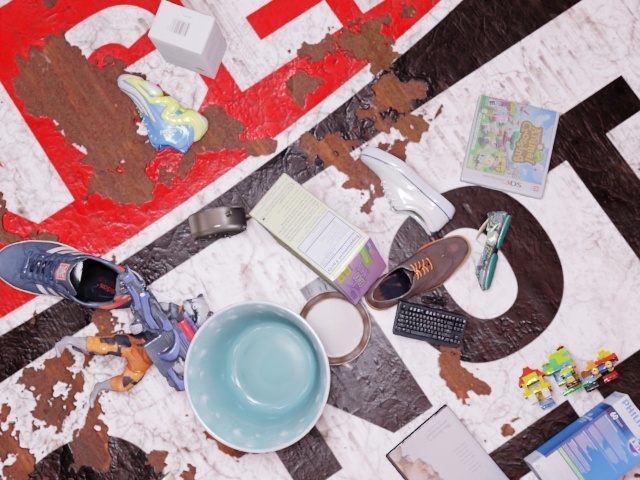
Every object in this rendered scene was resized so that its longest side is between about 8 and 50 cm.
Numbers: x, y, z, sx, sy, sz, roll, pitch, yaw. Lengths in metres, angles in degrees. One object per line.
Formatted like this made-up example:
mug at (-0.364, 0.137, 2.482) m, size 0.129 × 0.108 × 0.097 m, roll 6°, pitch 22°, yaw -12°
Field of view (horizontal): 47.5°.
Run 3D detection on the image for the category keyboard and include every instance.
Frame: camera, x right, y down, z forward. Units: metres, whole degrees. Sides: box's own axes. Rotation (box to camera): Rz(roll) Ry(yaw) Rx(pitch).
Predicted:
keyboard at (0.247, 0.173, 1.619) m, size 0.180 × 0.023 × 0.108 m, roll 15°, pitch 83°, yaw -23°

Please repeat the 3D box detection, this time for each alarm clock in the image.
alarm clock at (-0.248, -0.032, 1.647) m, size 0.192 × 0.129 × 0.064 m, roll -11°, pitch 85°, yaw 28°

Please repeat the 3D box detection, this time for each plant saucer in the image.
plant saucer at (0.030, 0.198, 1.653) m, size 0.168 × 0.029 × 0.168 m, roll 0°, pitch 83°, yaw 2°

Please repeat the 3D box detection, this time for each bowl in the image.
bowl at (-0.119, 0.280, 1.565) m, size 0.311 × 0.163 × 0.312 m, roll 0°, pitch 88°, yaw 10°

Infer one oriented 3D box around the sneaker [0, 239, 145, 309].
sneaker at (-0.573, 0.070, 1.622) m, size 0.350 × 0.148 × 0.131 m, roll 10°, pitch 83°, yaw 3°

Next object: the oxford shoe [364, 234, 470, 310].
oxford shoe at (0.224, 0.074, 1.629) m, size 0.271 × 0.098 × 0.097 m, roll -34°, pitch 83°, yaw -3°

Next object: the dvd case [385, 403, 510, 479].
dvd case at (0.292, 0.518, 1.610) m, size 0.180 × 0.022 × 0.253 m, roll -39°, pitch 84°, yaw -4°

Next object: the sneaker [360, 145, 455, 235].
sneaker at (0.185, -0.113, 1.657) m, size 0.258 × 0.094 × 0.091 m, roll 38°, pitch 80°, yaw 5°

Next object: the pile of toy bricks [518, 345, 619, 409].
pile of toy bricks at (0.543, 0.283, 1.607) m, size 0.212 × 0.118 × 0.105 m, roll -30°, pitch 54°, yaw 13°

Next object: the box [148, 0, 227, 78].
box at (-0.302, -0.459, 1.673) m, size 0.130 × 0.170 × 0.091 m, roll 20°, pitch 85°, yaw 4°

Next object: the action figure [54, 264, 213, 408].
action figure at (-0.399, 0.190, 1.585) m, size 0.330 × 0.178 × 0.341 m, roll -21°, pitch 117°, yaw -8°

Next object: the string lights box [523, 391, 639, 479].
string lights box at (0.593, 0.461, 1.583) m, size 0.259 × 0.077 × 0.133 m, roll -35°, pitch 84°, yaw -3°

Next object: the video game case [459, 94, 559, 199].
video game case at (0.443, -0.219, 1.701) m, size 0.193 × 0.023 × 0.212 m, roll 13°, pitch 83°, yaw 3°

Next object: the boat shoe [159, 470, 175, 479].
boat shoe at (-0.363, 0.588, 1.598) m, size 0.059 × 0.063 × 0.170 m, roll 35°, pitch 94°, yaw 3°

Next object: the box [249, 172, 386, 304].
box at (0.000, 0.000, 1.557) m, size 0.243 × 0.213 × 0.117 m, roll 39°, pitch 85°, yaw 23°

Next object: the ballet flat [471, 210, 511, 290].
ballet flat at (0.379, 0.021, 1.659) m, size 0.070 × 0.070 × 0.188 m, roll 20°, pitch 82°, yaw 4°

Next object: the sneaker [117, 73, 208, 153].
sneaker at (-0.388, -0.287, 1.694) m, size 0.240 × 0.091 × 0.126 m, roll 30°, pitch 85°, yaw 4°
